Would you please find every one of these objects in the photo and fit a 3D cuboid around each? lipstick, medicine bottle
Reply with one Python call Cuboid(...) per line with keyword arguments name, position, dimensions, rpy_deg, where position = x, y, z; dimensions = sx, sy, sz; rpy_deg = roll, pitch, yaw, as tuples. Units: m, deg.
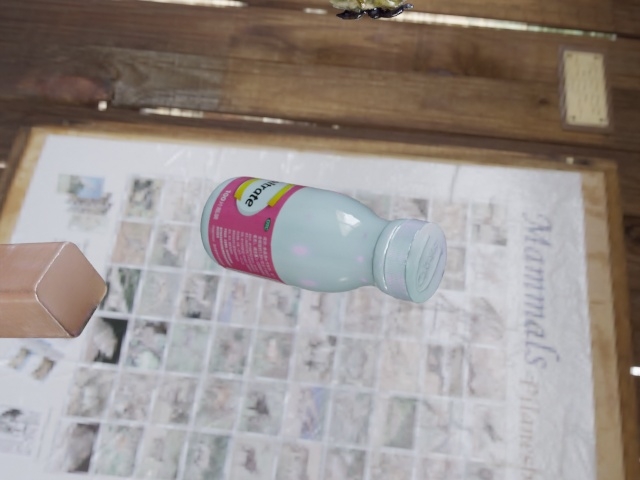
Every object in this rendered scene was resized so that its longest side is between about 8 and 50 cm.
Cuboid(name="lipstick", position=(-0.200, 0.031, 0.530), dimensions=(0.045, 0.145, 0.045), rpy_deg=(61, 39, -36))
Cuboid(name="medicine bottle", position=(0.000, 0.000, 0.776), dimensions=(0.090, 0.216, 0.090), rpy_deg=(-20, 115, -50))

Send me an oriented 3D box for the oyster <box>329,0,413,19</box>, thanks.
Cuboid(name="oyster", position=(0.155, -0.262, 0.723), dimensions=(0.129, 0.345, 0.079), rpy_deg=(-71, 145, -53))
